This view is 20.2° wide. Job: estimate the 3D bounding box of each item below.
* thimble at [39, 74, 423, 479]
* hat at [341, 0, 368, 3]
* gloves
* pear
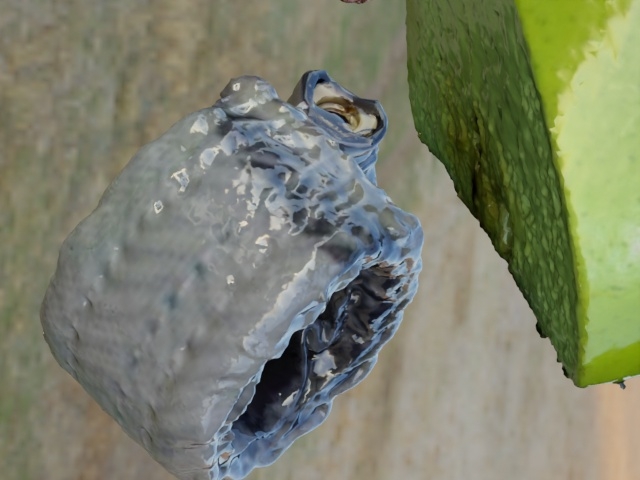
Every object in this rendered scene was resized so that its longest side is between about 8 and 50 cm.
[{"bbox_3d":[-0.051,0.032,1.142,0.217,0.157,0.245,-30,156,-45],"label":"thimble"},{"bbox_3d":[0.014,-0.196,0.768,0.162,0.094,0.112,-62,-144,16],"label":"hat"},{"bbox_3d":[-0.005,-0.010,1.402,0.142,0.119,0.285,-19,134,-33],"label":"gloves"},{"bbox_3d":[0.148,-0.100,0.910,0.292,0.159,0.292,163,-90,-83],"label":"pear"}]
